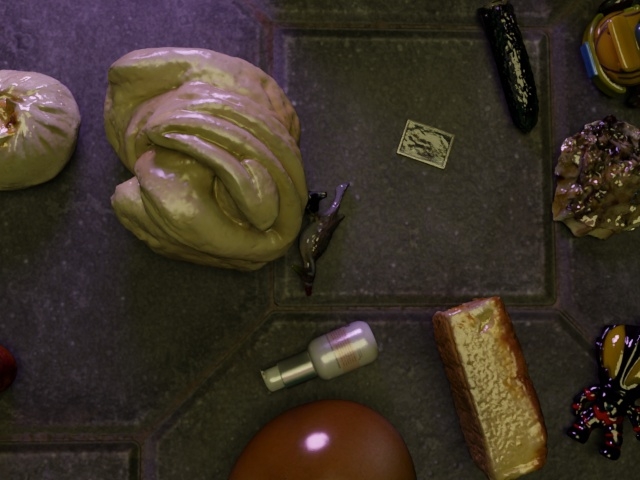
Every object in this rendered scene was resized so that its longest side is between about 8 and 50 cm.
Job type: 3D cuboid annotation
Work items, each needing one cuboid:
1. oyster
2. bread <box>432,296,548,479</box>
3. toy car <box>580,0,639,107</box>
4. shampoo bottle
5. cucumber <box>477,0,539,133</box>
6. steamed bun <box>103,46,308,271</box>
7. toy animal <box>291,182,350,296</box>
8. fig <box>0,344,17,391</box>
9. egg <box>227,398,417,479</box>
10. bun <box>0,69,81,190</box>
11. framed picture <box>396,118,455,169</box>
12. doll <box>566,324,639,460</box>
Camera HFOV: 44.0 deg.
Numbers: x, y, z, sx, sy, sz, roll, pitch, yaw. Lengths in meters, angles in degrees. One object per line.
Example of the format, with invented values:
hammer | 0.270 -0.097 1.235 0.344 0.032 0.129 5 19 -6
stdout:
oyster | 0.509 -0.104 1.358 0.214 0.083 0.222 13 91 0
bread | 0.268 0.231 1.262 0.114 0.185 0.274 -14 85 -1
toy car | 0.581 -0.345 1.347 0.248 0.142 0.200 -19 87 -3
shampoo bottle | -0.001 0.198 1.302 0.192 0.074 0.074 -23 87 -4
cucumber | 0.333 -0.306 1.369 0.067 0.067 0.245 -15 85 -4
steamed bun | -0.188 -0.125 1.232 0.325 0.230 0.372 -11 89 12
toy animal | -0.007 -0.007 1.324 0.105 0.070 0.202 12 84 -36
fig | -0.546 0.188 1.278 0.089 0.089 0.125 -37 61 -6
egg | -0.007 0.406 1.179 0.283 0.282 0.351 25 88 -1
bun | -0.502 -0.184 1.279 0.222 0.127 0.222 0 86 -1
framed picture | 0.183 -0.167 1.377 0.089 0.006 0.066 19 84 -2
doll | 0.506 0.237 1.323 0.127 0.088 0.248 30 88 -1
